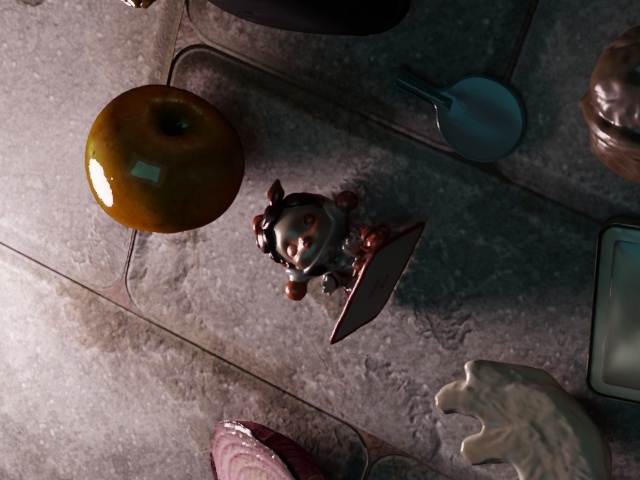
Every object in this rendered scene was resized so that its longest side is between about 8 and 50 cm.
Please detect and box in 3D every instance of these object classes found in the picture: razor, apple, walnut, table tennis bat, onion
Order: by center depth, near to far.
[{"bbox_3d":[0.429,-0.167,1.640,0.224,0.224,0.224,10,115,24],"label":"walnut"},{"bbox_3d":[-0.030,-0.326,1.726,0.204,0.349,0.113,9,97,27],"label":"razor"},{"bbox_3d":[0.188,-0.184,1.852,0.201,0.033,0.124,27,118,13],"label":"table tennis bat"},{"bbox_3d":[-0.234,-0.114,1.996,0.237,0.237,0.207,34,139,11],"label":"apple"},{"bbox_3d":[-0.072,0.395,2.190,0.247,0.111,0.250,34,136,38],"label":"onion"}]

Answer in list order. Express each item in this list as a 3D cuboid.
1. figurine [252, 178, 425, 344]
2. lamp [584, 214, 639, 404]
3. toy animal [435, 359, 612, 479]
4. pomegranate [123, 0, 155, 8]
[{"bbox_3d":[0.000,0.000,1.966,0.226,0.160,0.183,36,121,19],"label":"figurine"},{"bbox_3d":[0.497,0.110,1.804,0.269,0.047,0.266,10,115,23],"label":"lamp"},{"bbox_3d":[0.310,0.322,1.947,0.308,0.188,0.266,26,99,28],"label":"toy animal"},{"bbox_3d":[-0.238,-0.503,1.728,0.410,0.410,0.410,10,115,24],"label":"pomegranate"}]
